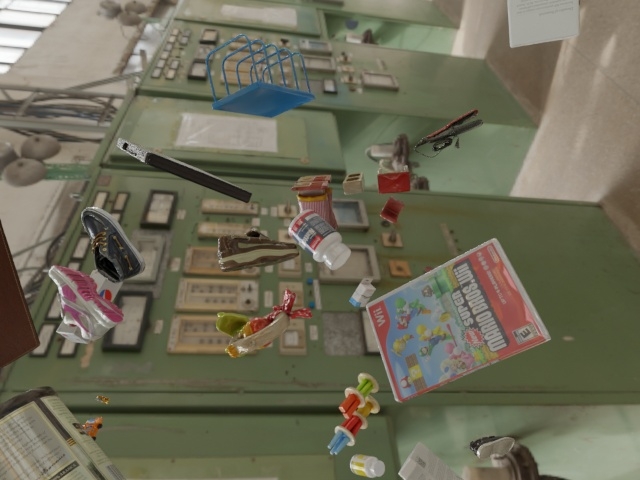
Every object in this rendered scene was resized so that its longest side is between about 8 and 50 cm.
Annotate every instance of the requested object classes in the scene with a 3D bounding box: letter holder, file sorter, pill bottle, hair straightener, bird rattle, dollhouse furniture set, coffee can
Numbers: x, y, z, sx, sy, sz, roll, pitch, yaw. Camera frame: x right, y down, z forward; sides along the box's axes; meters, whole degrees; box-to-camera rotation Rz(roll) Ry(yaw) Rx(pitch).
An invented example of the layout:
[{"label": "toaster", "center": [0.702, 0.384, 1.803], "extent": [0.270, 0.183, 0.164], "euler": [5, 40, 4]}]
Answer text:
[{"label": "letter holder", "center": [-0.696, 0.114, 0.909], "extent": [0.214, 0.152, 0.301], "euler": [-40, -40, -50]}, {"label": "file sorter", "center": [-0.114, -0.309, 0.938], "extent": [0.170, 0.118, 0.104], "euler": [-11, -91, -56]}, {"label": "pill bottle", "center": [0.157, 0.746, 1.629], "extent": [0.116, 0.065, 0.065], "euler": [-23, 61, 53]}, {"label": "hair straightener", "center": [0.414, -0.333, 1.588], "extent": [0.047, 0.231, 0.088], "euler": [36, -147, -65]}, {"label": "bird rattle", "center": [-0.144, 0.235, 1.284], "extent": [0.207, 0.254, 0.143], "euler": [-78, -30, -78]}, {"label": "dollhouse furniture set", "center": [0.107, -0.114, 1.608], "extent": [0.152, 0.375, 0.201], "euler": [-68, -29, -67]}, {"label": "pill bottle", "center": [0.000, 0.000, 1.464], "extent": [0.180, 0.108, 0.107], "euler": [43, 146, 24]}, {"label": "coffee can", "center": [-0.474, 0.425, 0.851], "extent": [0.201, 0.275, 0.201], "euler": [-44, -12, -12]}]

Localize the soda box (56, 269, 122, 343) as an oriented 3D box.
[{"label": "soda box", "center": [-0.687, 0.196, 1.477], "extent": [0.069, 0.074, 0.216], "euler": [61, -142, -48]}]

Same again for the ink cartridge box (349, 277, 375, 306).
[{"label": "ink cartridge box", "center": [0.126, 0.150, 1.422], "extent": [0.028, 0.048, 0.083], "euler": [43, 112, 36]}]

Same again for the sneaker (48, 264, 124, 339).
[{"label": "sneaker", "center": [-0.633, 0.162, 1.277], "extent": [0.111, 0.252, 0.103], "euler": [-50, -21, 1]}]

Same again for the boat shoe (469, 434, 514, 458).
[{"label": "boat shoe", "center": [0.394, 0.470, 1.133], "extent": [0.038, 0.125, 0.046], "euler": [23, 110, 56]}]

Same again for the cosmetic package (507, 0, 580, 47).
[{"label": "cosmetic package", "center": [0.524, -0.568, 1.163], "extent": [0.151, 0.152, 0.183], "euler": [-48, -50, -55]}]

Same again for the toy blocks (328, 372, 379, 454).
[{"label": "toy blocks", "center": [0.065, 0.372, 1.048], "extent": [0.148, 0.054, 0.123], "euler": [-39, -46, -40]}]

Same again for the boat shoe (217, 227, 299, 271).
[{"label": "boat shoe", "center": [-0.148, 0.013, 1.218], "extent": [0.258, 0.095, 0.095], "euler": [-5, -103, -57]}]

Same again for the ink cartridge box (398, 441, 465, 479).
[{"label": "ink cartridge box", "center": [0.374, 0.740, 1.483], "extent": [0.066, 0.261, 0.296], "euler": [-53, -21, 0]}]

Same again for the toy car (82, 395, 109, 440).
[{"label": "toy car", "center": [-0.554, 0.434, 1.203], "extent": [0.060, 0.041, 0.122], "euler": [-58, 23, 8]}]

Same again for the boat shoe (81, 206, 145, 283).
[{"label": "boat shoe", "center": [-0.454, 0.007, 1.037], "extent": [0.065, 0.183, 0.083], "euler": [-42, 0, 22]}]

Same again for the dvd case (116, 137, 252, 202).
[{"label": "dvd case", "center": [-0.249, -0.128, 0.873], "extent": [0.253, 0.181, 0.022], "euler": [27, 95, 55]}]

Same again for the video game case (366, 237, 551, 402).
[{"label": "video game case", "center": [0.232, 0.144, 0.895], "extent": [0.025, 0.285, 0.204], "euler": [34, -148, -47]}]
